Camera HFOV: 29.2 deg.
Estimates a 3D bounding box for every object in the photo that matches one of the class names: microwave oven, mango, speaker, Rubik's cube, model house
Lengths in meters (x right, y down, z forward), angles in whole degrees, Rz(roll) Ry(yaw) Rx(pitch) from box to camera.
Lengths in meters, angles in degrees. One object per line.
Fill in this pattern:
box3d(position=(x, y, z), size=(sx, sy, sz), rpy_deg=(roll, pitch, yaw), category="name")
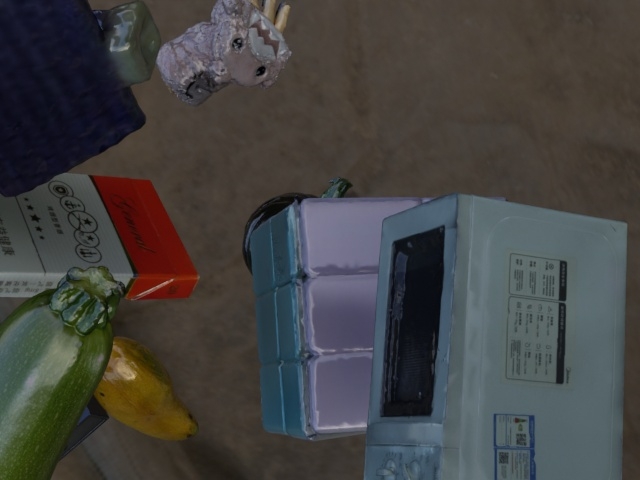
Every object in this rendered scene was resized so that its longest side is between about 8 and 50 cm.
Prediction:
box3d(position=(0.122, 0.086, 0.862), size=(0.122, 0.162, 0.208), rpy_deg=(161, 116, -64), category="microwave oven")
box3d(position=(-0.211, 0.172, 1.416), size=(0.098, 0.190, 0.075), rpy_deg=(4, 57, 30), category="mango")
box3d(position=(-0.344, 0.256, 1.499), size=(0.191, 0.040, 0.046), rpy_deg=(-41, 60, 12), category="speaker")
box3d(position=(0.059, 0.078, 1.240), size=(0.221, 0.231, 0.224), rpy_deg=(-2, 84, -13), category="Rubik's cube")
box3d(position=(-0.254, -0.207, 0.923), size=(0.280, 0.245, 0.312), rpy_deg=(4, 59, 13), category="model house")

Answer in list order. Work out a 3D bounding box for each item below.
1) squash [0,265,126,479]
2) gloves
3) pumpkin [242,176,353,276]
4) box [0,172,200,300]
box3d(position=(-0.176, 0.122, 0.677), size=(0.069, 0.069, 0.258), rpy_deg=(32, 105, 26), category="squash")
box3d(position=(-0.098, -0.195, 1.276), size=(0.144, 0.110, 0.094), rpy_deg=(-40, 46, 25), category="gloves")
box3d(position=(-0.003, 0.013, 1.533), size=(0.194, 0.150, 0.194), rpy_deg=(-11, 32, 7), category="pumpkin")
box3d(position=(-0.237, -0.007, 1.088), size=(0.035, 0.245, 0.139), rpy_deg=(-56, 50, 32), category="box")
